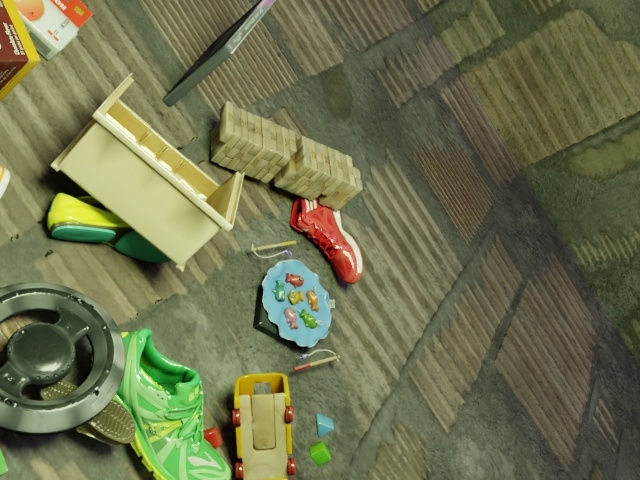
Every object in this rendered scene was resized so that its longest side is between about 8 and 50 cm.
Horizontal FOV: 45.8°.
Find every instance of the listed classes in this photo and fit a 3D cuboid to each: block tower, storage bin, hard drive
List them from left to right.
[{"bbox_3d":[-0.269,-0.121,1.255,0.262,0.123,0.260,41,19,-18],"label":"storage bin"},{"bbox_3d":[-0.072,0.152,1.485,0.135,0.022,0.094,34,44,-35],"label":"hard drive"},{"bbox_3d":[-0.075,-0.169,1.579,0.335,0.097,0.091,22,44,-32],"label":"block tower"}]

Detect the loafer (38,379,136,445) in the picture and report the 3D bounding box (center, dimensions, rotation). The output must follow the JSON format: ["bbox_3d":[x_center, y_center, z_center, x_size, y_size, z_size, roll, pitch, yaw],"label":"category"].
[{"bbox_3d":[-0.328,0.243,1.061,0.148,0.050,0.056,36,42,-15],"label":"loafer"}]

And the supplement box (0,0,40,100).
[{"bbox_3d":[-0.531,-0.250,1.021,0.194,0.191,0.129,-21,85,-54],"label":"supplement box"}]

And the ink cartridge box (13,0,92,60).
[{"bbox_3d":[-0.480,-0.417,1.324,0.145,0.045,0.179,45,41,-24],"label":"ink cartridge box"}]

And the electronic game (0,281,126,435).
[{"bbox_3d":[-0.379,0.155,1.025,0.229,0.048,0.229,16,47,-18],"label":"electronic game"}]

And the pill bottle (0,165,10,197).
[{"bbox_3d":[-0.514,-0.099,1.034,0.152,0.086,0.086,35,44,-34],"label":"pill bottle"}]

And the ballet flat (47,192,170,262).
[{"bbox_3d":[-0.332,-0.026,1.230,0.231,0.077,0.077,17,52,-43],"label":"ballet flat"}]

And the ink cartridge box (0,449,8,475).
[{"bbox_3d":[-0.487,0.240,0.848,0.208,0.087,0.153,-17,81,-53],"label":"ink cartridge box"}]

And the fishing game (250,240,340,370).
[{"bbox_3d":[-0.036,0.121,1.497,0.189,0.041,0.264,-4,71,-50],"label":"fishing game"}]

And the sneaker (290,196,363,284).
[{"bbox_3d":[0.000,0.000,1.643,0.128,0.087,0.221,-2,57,-43],"label":"sneaker"}]

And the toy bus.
[{"bbox_3d":[-0.094,0.321,1.270,0.191,0.202,0.104,43,9,-15],"label":"toy bus"}]

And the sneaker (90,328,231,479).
[{"bbox_3d":[-0.221,0.261,1.127,0.295,0.123,0.109,56,15,-11],"label":"sneaker"}]

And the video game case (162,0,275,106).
[{"bbox_3d":[-0.198,-0.390,1.528,0.026,0.196,0.274,47,38,-18],"label":"video game case"}]
